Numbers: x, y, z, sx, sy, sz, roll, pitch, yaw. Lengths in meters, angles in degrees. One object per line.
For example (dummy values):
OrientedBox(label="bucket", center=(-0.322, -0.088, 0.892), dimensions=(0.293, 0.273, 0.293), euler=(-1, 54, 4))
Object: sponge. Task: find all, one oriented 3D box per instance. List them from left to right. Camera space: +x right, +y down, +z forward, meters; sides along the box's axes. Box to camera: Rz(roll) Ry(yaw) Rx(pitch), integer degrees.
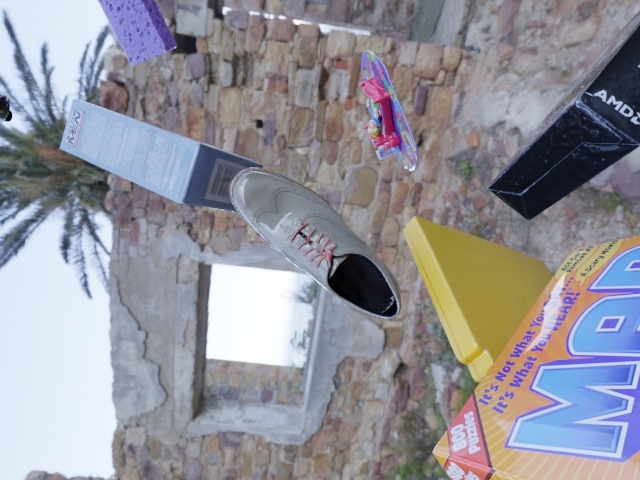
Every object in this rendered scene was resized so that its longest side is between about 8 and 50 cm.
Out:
OrientedBox(label="sponge", center=(-0.337, -0.418, 0.716), dimensions=(0.031, 0.117, 0.210), euler=(-47, -54, -40))

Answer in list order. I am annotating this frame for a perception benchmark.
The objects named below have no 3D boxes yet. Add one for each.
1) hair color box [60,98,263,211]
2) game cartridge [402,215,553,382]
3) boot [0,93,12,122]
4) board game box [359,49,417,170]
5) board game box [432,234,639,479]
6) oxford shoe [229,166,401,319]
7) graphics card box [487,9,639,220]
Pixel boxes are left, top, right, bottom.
OrientedBox(label="hair color box", center=(-0.325, -0.171, 0.854), dimensions=(0.185, 0.374, 0.114), euler=(6, -74, -62))
OrientedBox(label="game cartridge", center=(0.303, 0.107, 0.668), dimensions=(0.053, 0.323, 0.286), euler=(-58, 28, 34))
OrientedBox(label="boot", center=(-0.523, -0.227, 0.609), dimensions=(0.197, 0.136, 0.077), euler=(11, 87, 51))
OrientedBox(label="board game box", center=(0.078, -0.166, 0.567), dimensions=(0.133, 0.033, 0.169), euler=(-110, -5, -80))
OrientedBox(label="board game box", center=(0.407, 0.214, 0.361), dimensions=(0.356, 0.356, 0.356), euler=(-40, 7, -28))
OrientedBox(label="oxford shoe", center=(0.000, 0.000, 0.676), dimensions=(0.123, 0.348, 0.130), euler=(-54, 6, 2))
OrientedBox(label="graphics card box", center=(0.426, -0.218, 0.617), dimensions=(0.371, 0.094, 0.233), euler=(-45, -10, -18))
